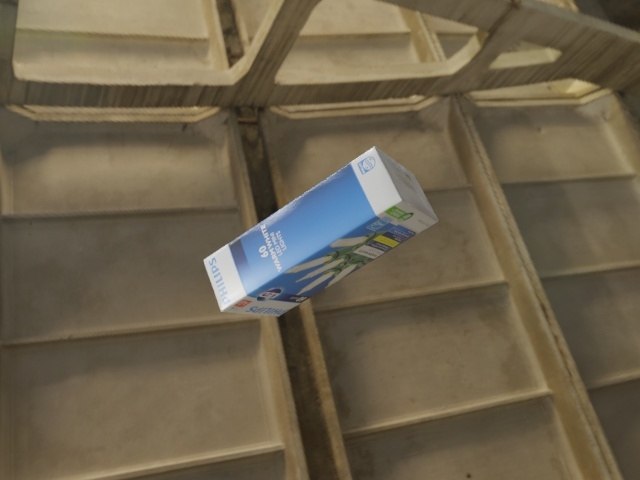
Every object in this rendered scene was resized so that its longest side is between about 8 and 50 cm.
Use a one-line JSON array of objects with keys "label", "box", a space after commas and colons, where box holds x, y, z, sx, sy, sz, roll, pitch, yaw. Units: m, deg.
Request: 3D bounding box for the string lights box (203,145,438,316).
[{"label": "string lights box", "box": [0.000, 0.000, 0.749, 0.133, 0.259, 0.077, 17, -135, -60]}]
